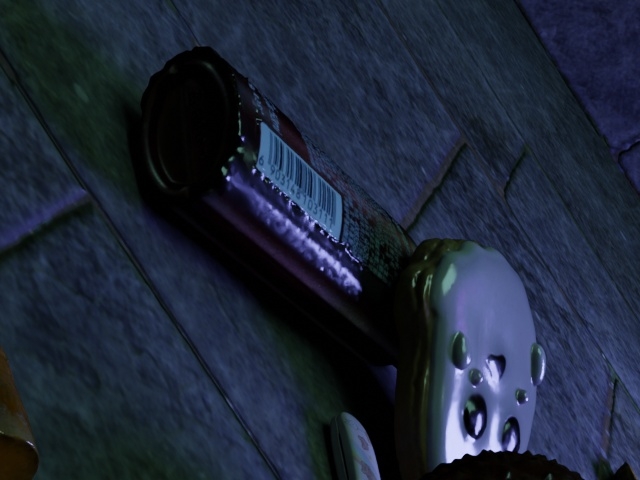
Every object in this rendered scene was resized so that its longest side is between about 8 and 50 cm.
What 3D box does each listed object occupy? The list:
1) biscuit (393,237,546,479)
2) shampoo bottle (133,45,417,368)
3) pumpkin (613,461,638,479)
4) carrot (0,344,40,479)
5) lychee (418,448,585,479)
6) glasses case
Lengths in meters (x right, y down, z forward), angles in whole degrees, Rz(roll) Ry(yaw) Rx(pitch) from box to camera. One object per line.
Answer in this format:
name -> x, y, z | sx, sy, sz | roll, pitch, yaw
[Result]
biscuit -> 0.110, 0.103, 1.160 | 0.181, 0.049, 0.208 | 13, 75, -57
shampoo bottle -> 0.000, 0.000, 1.127 | 0.323, 0.084, 0.129 | 40, 28, -47
pumpkin -> 0.310, 0.250, 1.633 | 0.050, 0.028, 0.083 | 59, 9, 7
carrot -> -0.170, 0.018, 0.696 | 0.061, 0.061, 0.209 | 37, 23, -49
lychee -> 0.101, 0.208, 0.898 | 0.194, 0.194, 0.194 | 50, 20, -25
glasses case -> 0.023, 0.146, 1.046 | 0.032, 0.021, 0.083 | 42, 24, -37
